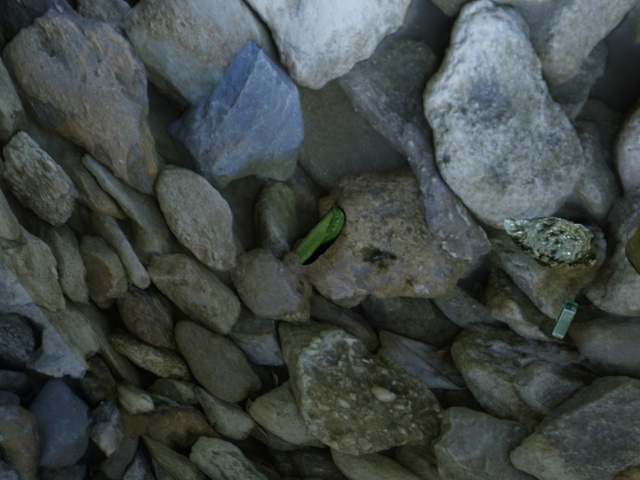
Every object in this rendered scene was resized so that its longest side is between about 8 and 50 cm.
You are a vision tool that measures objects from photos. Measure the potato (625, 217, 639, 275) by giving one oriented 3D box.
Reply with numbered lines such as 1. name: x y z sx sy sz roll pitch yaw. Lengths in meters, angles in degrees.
1. potato: 0.675 0.005 1.188 0.351 0.202 0.218 6 116 40

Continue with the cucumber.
1. cucumber: 0.000 0.000 1.731 0.046 0.070 0.220 17 143 -21

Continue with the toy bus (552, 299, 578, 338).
1. toy bus: 0.515 0.165 1.541 0.031 0.037 0.083 23 133 16

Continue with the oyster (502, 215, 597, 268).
1. oyster: 0.450 0.004 1.437 0.177 0.064 0.125 6 124 27
